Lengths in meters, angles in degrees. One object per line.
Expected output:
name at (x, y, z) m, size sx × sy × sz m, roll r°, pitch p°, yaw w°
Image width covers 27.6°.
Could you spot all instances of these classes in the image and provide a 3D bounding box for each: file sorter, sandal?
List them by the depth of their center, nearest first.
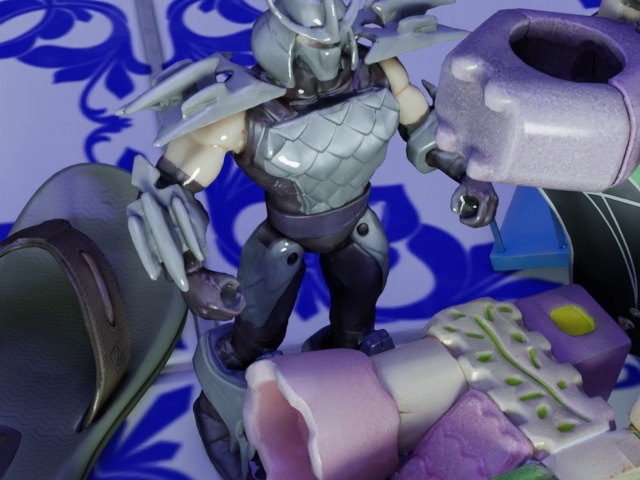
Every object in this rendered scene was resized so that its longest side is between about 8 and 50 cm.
sandal at (-0.146, 0.051, 0.690) m, size 0.120 × 0.086 × 0.303 m, roll 7°, pitch 40°, yaw 7°
file sorter at (0.185, -0.061, 0.785) m, size 0.170 × 0.104 × 0.118 m, roll -4°, pitch 35°, yaw 27°

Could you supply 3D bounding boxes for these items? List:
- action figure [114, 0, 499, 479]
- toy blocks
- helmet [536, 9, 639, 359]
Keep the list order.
action figure at (0.000, 0.000, 0.601) m, size 0.185 × 0.285 × 0.099 m, roll -14°, pitch 42°, yaw -17°
toy blocks at (0.062, 0.116, 0.442) m, size 0.260 × 0.309 × 0.288 m, roll -13°, pitch 41°, yaw -27°
helmet at (0.180, -0.038, 0.599) m, size 0.169 × 0.161 × 0.169 m, roll -17°, pitch 28°, yaw 9°
